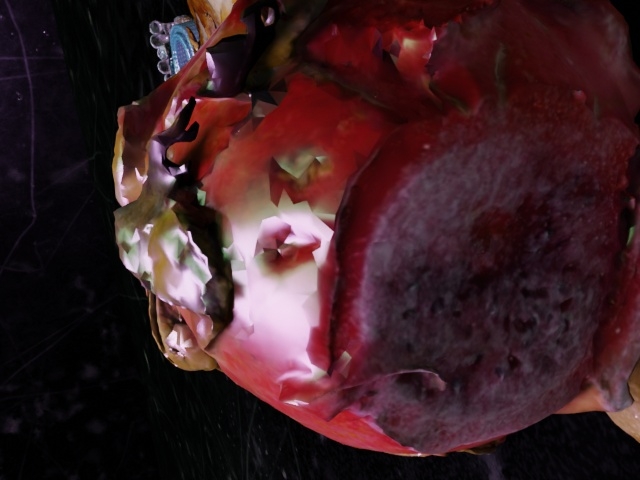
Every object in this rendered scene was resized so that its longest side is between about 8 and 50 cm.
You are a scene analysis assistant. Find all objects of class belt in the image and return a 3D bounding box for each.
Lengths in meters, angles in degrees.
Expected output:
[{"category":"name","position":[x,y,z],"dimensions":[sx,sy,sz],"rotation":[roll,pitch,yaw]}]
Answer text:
[{"category":"belt","position":[-0.152,-0.182,1.055],"dimensions":[0.100,0.065,0.179],"rotation":[22,126,52]}]

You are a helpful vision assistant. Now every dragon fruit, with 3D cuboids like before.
[{"category":"dragon fruit","position":[0.020,-0.029,0.451],"dimensions":[0.291,0.269,0.250],"rotation":[-133,46,-61]}]

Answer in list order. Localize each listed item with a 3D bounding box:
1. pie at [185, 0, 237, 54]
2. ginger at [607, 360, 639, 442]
[{"category":"pie","position":[-0.074,-0.217,0.792],"dimensions":[0.308,0.085,0.308],"rotation":[161,90,-74]},{"category":"ginger","position":[0.205,0.068,0.327],"dimensions":[0.299,0.065,0.118],"rotation":[173,86,-72]}]
